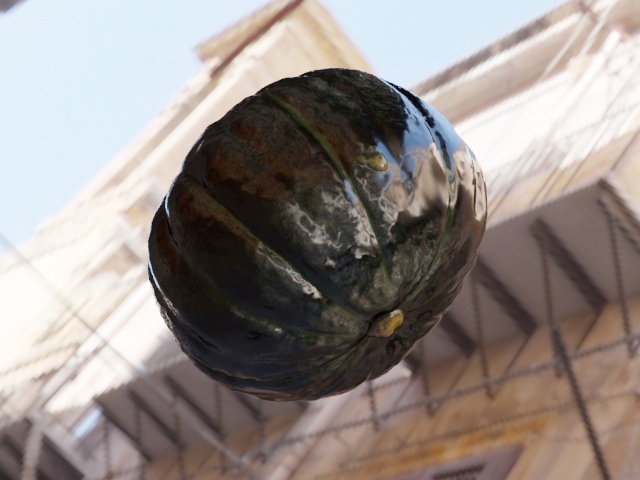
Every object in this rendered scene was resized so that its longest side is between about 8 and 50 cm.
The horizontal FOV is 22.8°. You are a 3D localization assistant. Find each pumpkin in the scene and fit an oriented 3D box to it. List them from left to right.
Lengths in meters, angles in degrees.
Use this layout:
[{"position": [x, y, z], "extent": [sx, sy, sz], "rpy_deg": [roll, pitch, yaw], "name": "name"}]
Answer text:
[{"position": [0.000, 0.000, 0.986], "extent": [0.162, 0.220, 0.220], "rpy_deg": [52, -28, 32], "name": "pumpkin"}]
